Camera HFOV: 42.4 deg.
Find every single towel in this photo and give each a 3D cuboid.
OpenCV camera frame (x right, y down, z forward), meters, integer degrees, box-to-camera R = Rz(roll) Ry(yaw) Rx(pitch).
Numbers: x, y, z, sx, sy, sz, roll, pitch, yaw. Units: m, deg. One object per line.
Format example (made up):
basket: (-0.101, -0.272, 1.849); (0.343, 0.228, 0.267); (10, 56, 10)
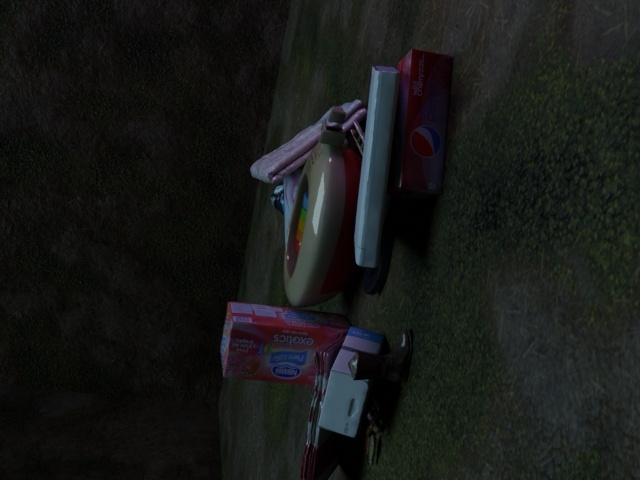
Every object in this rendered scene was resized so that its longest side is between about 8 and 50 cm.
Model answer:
towel: (-0.040, -0.261, 2.189); (0.053, 0.317, 0.332); (54, 175, -12)
towel: (0.018, 0.375, 1.823); (0.237, 0.037, 0.329); (-16, -66, -71)

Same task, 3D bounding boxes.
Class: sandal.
sandal: (0.121, -0.006, 1.768); (0.097, 0.054, 0.254); (-110, 30, -65)

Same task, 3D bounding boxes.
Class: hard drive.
hard drive: (0.105, -0.149, 1.576); (0.233, 0.047, 0.353); (-83, -1, -76)

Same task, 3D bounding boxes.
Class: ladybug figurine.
ladybug figurine: (0.022, -0.037, 1.993); (0.305, 0.162, 0.449); (-101, 21, -57)

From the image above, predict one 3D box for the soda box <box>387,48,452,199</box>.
soda box: (0.183, -0.214, 1.537); (0.092, 0.083, 0.263); (153, 123, -76)

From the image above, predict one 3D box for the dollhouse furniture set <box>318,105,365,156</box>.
dollhouse furniture set: (0.094, -0.260, 1.791); (0.182, 0.161, 0.101); (110, 162, -50)

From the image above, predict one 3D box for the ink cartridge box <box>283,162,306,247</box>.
ink cartridge box: (-0.052, -0.053, 2.315); (0.330, 0.071, 0.324); (-152, 59, -64)

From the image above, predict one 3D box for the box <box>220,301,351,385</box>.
box: (-0.082, 0.248, 1.977); (0.154, 0.300, 0.142); (-124, 43, -71)

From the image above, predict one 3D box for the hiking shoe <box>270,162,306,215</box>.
hiking shoe: (-0.053, -0.199, 2.657); (0.132, 0.113, 0.304); (48, 130, 34)

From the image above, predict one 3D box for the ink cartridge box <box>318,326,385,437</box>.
ink cartridge box: (0.065, 0.281, 1.662); (0.191, 0.082, 0.140); (-53, -23, -66)

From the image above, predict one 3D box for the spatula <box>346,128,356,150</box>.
spatula: (0.064, -0.212, 2.257); (0.242, 0.019, 0.168); (-178, 90, -79)

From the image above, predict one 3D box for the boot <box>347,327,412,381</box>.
boot: (0.111, 0.212, 1.543); (0.037, 0.114, 0.106); (161, 115, -76)

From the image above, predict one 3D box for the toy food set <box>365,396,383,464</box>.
toy food set: (0.109, 0.386, 1.682); (0.078, 0.019, 0.122); (-127, 41, -73)
